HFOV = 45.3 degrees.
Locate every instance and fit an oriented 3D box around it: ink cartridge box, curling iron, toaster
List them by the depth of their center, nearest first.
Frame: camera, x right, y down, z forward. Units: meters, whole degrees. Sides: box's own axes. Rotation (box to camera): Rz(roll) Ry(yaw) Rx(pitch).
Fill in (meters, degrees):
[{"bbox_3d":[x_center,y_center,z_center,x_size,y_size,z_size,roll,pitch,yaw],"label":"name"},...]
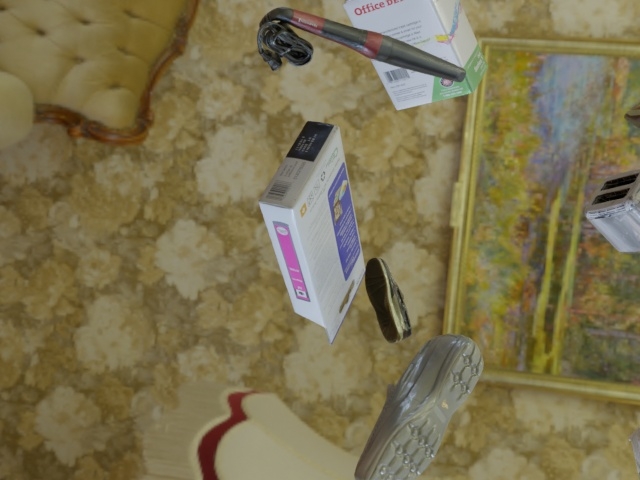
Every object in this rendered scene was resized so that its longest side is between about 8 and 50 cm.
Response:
[{"bbox_3d":[0.050,-0.209,0.850,0.068,0.274,0.035,-50,-133,48],"label":"curling iron"},{"bbox_3d":[0.000,0.000,1.259,0.371,0.069,0.176,73,36,-48],"label":"ink cartridge box"},{"bbox_3d":[0.670,-0.062,1.615,0.129,0.146,0.227,-55,-169,-13],"label":"toaster"},{"bbox_3d":[0.206,-0.441,1.648,0.278,0.201,0.117,58,47,-28],"label":"ink cartridge box"}]

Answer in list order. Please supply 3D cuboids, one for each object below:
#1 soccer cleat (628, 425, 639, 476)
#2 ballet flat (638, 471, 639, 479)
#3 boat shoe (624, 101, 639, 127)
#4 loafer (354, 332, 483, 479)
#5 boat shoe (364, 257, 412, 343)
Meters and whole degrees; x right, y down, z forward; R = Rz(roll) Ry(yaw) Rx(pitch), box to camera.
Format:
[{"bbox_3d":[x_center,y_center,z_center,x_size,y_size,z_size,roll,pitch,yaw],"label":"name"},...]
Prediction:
[{"bbox_3d":[0.453,0.327,0.972,0.076,0.068,0.196,114,-36,-65],"label":"soccer cleat"},{"bbox_3d":[0.391,0.289,0.716,0.483,0.182,0.164,65,1,-49],"label":"ballet flat"},{"bbox_3d":[0.575,-0.221,1.298,0.072,0.068,0.190,-61,-178,10],"label":"boat shoe"},{"bbox_3d":[0.152,0.284,1.271,0.319,0.111,0.112,-47,120,-28],"label":"loafer"},{"bbox_3d":[0.120,0.103,1.342,0.049,0.056,0.152,-8,82,-39],"label":"boat shoe"}]
